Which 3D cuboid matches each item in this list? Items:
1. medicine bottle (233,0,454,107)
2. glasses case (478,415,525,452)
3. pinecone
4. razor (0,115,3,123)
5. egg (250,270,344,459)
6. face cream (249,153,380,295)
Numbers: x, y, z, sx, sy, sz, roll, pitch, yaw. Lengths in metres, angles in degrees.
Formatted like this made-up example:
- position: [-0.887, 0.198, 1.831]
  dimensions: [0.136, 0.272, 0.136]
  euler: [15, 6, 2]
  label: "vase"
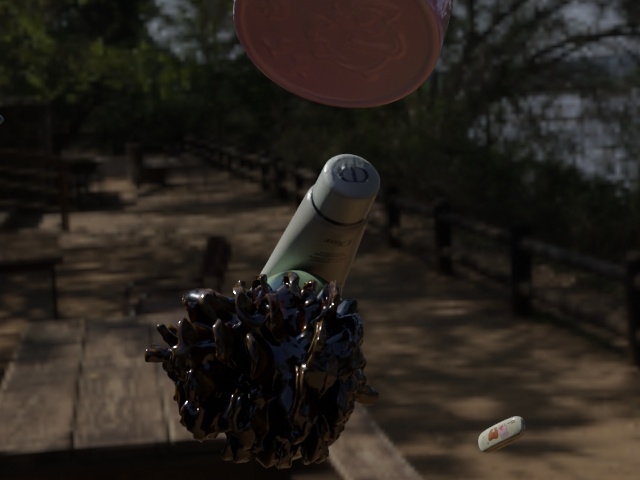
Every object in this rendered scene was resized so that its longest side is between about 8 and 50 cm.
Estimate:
- position: [0.047, -0.303, 1.326]
  dimensions: [0.202, 0.202, 0.316]
  euler: [0, 48, 21]
  label: "medicine bottle"
- position: [0.262, 0.281, 1.965]
  dimensions: [0.021, 0.032, 0.083]
  euler: [25, -44, -36]
  label: "glasses case"
- position: [-0.061, 0.153, 1.553]
  dimensions: [0.257, 0.243, 0.243]
  euler: [-9, 8, -22]
  label: "pinecone"
- position: [-0.529, -0.223, 2.031]
  dimensions: [0.068, 0.135, 0.040]
  euler: [-48, 21, -10]
  label: "razor"
- position: [-0.047, 0.179, 1.913]
  dimensions: [0.203, 0.282, 0.203]
  euler: [9, 15, -3]
  label: "egg"
- position: [0.000, 0.000, 1.915]
  dimensions: [0.143, 0.089, 0.314]
  euler: [4, -34, -17]
  label: "face cream"
